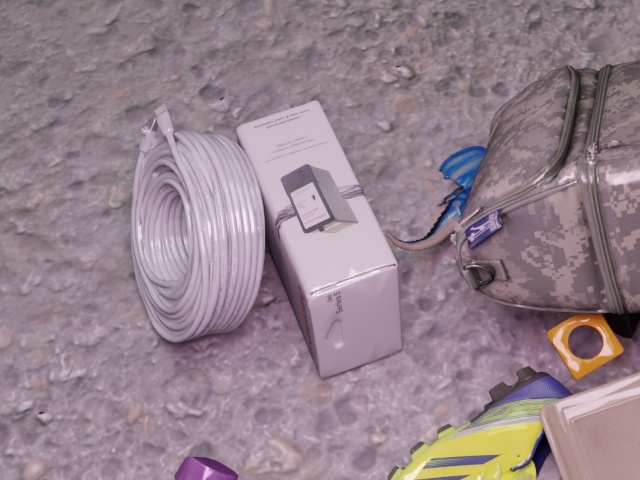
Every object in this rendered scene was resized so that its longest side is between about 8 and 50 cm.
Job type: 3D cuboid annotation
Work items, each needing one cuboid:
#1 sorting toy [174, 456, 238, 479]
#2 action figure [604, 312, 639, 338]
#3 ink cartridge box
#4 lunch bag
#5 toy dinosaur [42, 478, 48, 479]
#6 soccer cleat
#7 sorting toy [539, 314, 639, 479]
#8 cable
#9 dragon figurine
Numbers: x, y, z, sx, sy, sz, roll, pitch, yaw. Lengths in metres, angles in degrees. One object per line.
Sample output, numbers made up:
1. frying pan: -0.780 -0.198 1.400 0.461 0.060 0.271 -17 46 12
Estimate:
1. sorting toy: -0.038 0.363 1.319 0.365 0.127 0.126 26 89 34
2. action figure: 0.461 0.004 1.518 0.185 0.099 0.285 18 54 34
3. ink cartridge box: 0.000 0.000 1.522 0.115 0.198 0.273 -19 55 -7
4. lunch bag: 0.295 -0.059 1.397 0.256 0.212 0.305 -9 31 23
5. toy dinosaur: -0.214 0.367 1.338 0.200 0.127 0.296 10 12 -35
6. soccer cleat: 0.177 0.258 1.382 0.289 0.093 0.121 -36 65 -16
7. sorting toy: 0.357 0.236 1.355 0.196 0.047 0.347 -19 78 2
8. cable: -0.156 -0.006 1.526 0.089 0.257 0.257 -4 41 -31
9. dragon figurine: 0.201 -0.061 1.604 0.289 0.085 0.144 -18 52 -10
